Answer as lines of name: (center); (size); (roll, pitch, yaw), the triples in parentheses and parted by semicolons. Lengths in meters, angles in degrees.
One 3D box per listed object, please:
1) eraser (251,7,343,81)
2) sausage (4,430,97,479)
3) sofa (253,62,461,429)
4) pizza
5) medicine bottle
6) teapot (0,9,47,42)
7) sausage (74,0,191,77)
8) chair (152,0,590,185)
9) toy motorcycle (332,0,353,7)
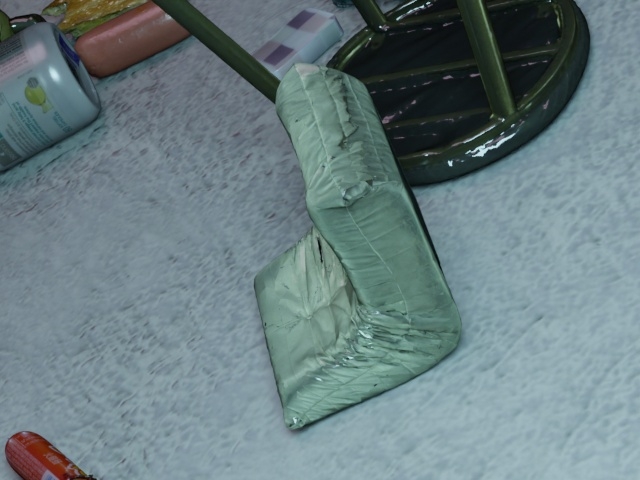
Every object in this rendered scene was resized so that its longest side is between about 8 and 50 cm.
eraser: (-0.029, -0.218, 1.806); (0.105, 0.026, 0.065); (-44, 36, -16)
sausage: (-0.249, 0.208, 1.449); (0.145, 0.050, 0.048); (24, 81, 53)
sofa: (0.000, 0.000, 1.365); (0.176, 0.225, 0.210); (-22, 39, 5)
pizza: (-0.258, -0.320, 2.080); (0.262, 0.034, 0.181); (-30, 36, 1)
medicine bottle: (-0.381, -0.155, 1.888); (0.215, 0.135, 0.135); (-28, 36, 4)
teapot: (-0.460, -0.222, 2.023); (0.269, 0.173, 0.182); (5, 87, 4)
sausage: (-0.224, -0.251, 1.952); (0.154, 0.062, 0.062); (-24, 37, 8)
chair: (0.045, -0.288, 1.511); (0.364, 0.410, 0.362); (-9, 41, 28)
toy motorcycle: (0.066, -0.370, 1.856); (0.198, 0.109, 0.296); (-30, 47, -15)
